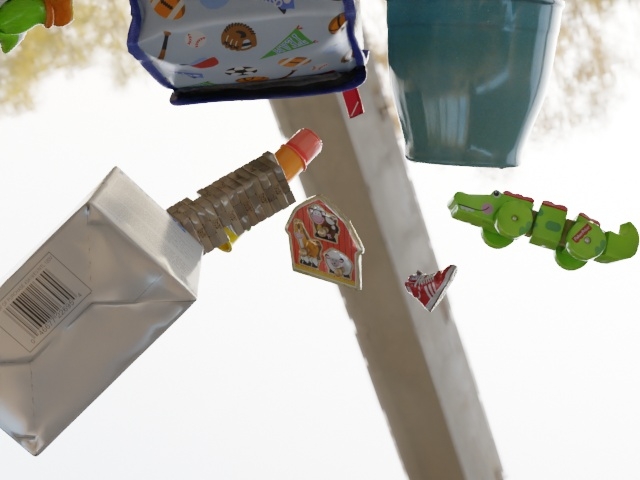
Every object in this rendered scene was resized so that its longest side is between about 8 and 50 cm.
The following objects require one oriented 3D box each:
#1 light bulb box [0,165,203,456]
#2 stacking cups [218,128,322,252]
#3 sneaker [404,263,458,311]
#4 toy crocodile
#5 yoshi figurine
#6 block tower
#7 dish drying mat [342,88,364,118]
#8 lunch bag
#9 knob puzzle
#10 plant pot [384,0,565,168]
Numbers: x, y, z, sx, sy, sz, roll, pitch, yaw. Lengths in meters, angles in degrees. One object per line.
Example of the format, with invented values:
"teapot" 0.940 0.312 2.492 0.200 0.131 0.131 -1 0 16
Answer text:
"light bulb box" -0.390 0.097 1.776 0.358 0.225 0.361 -44 -168 5
"stacking cups" -0.116 -0.114 2.282 0.316 0.096 0.096 -47 -146 -20
"sneaker" 0.181 0.065 1.825 0.067 0.118 0.042 40 -130 12
"toy crocodile" 0.388 -0.026 1.920 0.341 0.115 0.105 17 -104 2
"yoshi figurine" -0.627 -0.424 1.896 0.362 0.203 0.203 -22 -177 -20
"block tower" -0.204 -0.046 2.083 0.335 0.091 0.097 -32 -150 -16
"dish drying mat" 0.056 -0.267 2.022 0.032 0.083 0.008 -23 163 26
"lunch bag" -0.097 -0.331 1.640 0.328 0.238 0.385 -6 173 3
"knob puzzle" 0.000 0.000 2.185 0.213 0.213 0.030 4 -153 40
"plant pot" 0.224 -0.241 1.679 0.272 0.255 0.271 4 -173 0
